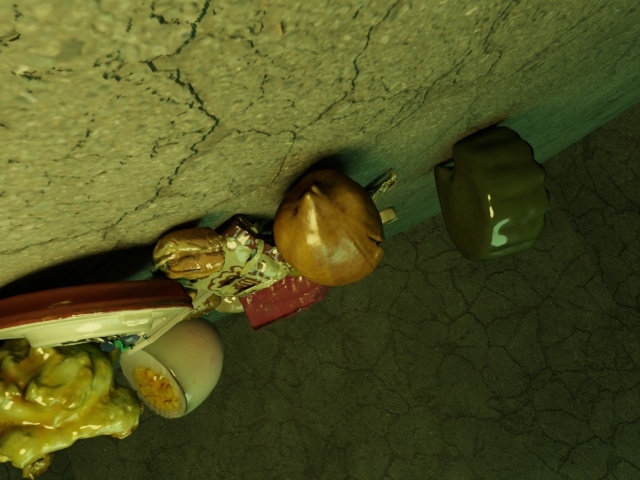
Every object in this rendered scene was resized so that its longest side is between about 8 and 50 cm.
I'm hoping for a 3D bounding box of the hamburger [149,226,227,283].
[{"bbox_3d":[-0.235,0.022,0.678,0.102,0.087,0.176,4,166,-38],"label":"hamburger"}]

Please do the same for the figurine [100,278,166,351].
[{"bbox_3d":[-0.398,0.154,0.888,0.195,0.111,0.102,-44,151,-29],"label":"figurine"}]

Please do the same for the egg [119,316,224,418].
[{"bbox_3d":[-0.528,0.443,1.588,0.354,0.354,0.340,-32,-173,38],"label":"egg"}]

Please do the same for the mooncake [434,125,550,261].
[{"bbox_3d":[0.448,-0.117,1.088,0.187,0.351,0.351,-14,171,-5],"label":"mooncake"}]

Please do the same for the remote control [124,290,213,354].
[{"bbox_3d":[-0.400,0.198,1.102,0.103,0.055,0.277,-30,-171,29],"label":"remote control"}]

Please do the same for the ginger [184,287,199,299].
[{"bbox_3d":[-0.393,0.152,1.015,0.193,0.053,0.176,-6,-169,10],"label":"ginger"}]

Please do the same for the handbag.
[{"bbox_3d":[-0.179,0.049,0.856,0.235,0.127,0.213,-32,142,26],"label":"handbag"}]

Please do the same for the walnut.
[{"bbox_3d":[0.012,-0.024,0.737,0.209,0.209,0.336,-26,160,4],"label":"walnut"}]

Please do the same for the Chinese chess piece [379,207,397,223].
[{"bbox_3d":[0.241,-0.083,1.599,0.122,0.051,0.122,-27,174,-3],"label":"Chinese chess piece"}]

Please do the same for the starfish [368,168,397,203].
[{"bbox_3d":[0.094,-0.095,1.056,0.247,0.050,0.138,-31,169,14],"label":"starfish"}]

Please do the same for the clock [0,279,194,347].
[{"bbox_3d":[-0.371,0.130,0.669,0.318,0.080,0.318,-11,170,-2],"label":"clock"}]

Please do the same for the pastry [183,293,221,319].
[{"bbox_3d":[-0.401,0.207,1.338,0.153,0.081,0.153,-17,166,-5],"label":"pastry"}]

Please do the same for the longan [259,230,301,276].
[{"bbox_3d":[-0.065,0.011,0.974,0.155,0.176,0.145,93,17,-61],"label":"longan"}]

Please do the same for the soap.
[{"bbox_3d":[-0.089,0.110,1.197,0.324,0.220,0.127,-27,177,16],"label":"soap"}]

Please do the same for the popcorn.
[{"bbox_3d":[-0.558,0.292,0.853,0.321,0.290,0.326,7,-135,27],"label":"popcorn"}]

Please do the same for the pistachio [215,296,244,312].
[{"bbox_3d":[-0.287,0.198,1.508,0.223,0.126,0.152,-18,136,-22],"label":"pistachio"}]
